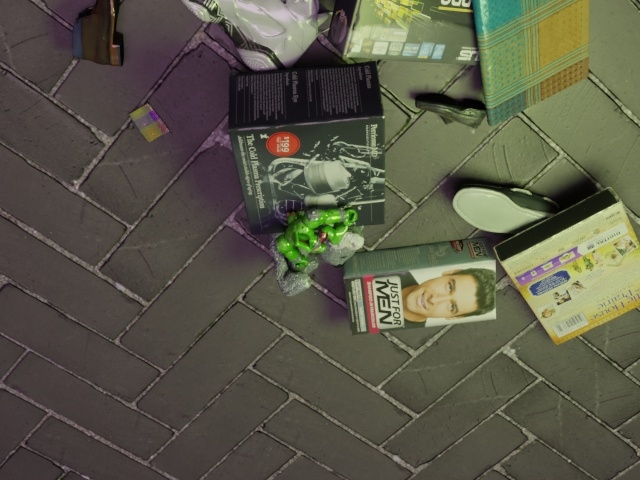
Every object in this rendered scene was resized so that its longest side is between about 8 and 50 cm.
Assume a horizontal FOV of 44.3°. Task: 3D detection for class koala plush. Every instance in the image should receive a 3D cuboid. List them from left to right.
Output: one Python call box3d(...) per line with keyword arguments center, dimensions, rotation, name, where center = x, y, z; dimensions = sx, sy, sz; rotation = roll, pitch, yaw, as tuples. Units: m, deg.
box3d(center=(0.000, 0.000, 1.883), dimensions=(0.221, 0.196, 0.203), rotation=(-12, 104, 10), name="koala plush")

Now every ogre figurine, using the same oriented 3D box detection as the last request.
box3d(center=(-0.020, -0.014, 1.714), dimensions=(0.197, 0.096, 0.118), rotation=(-20, 155, 39), name="ogre figurine")

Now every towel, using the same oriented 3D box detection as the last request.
box3d(center=(-0.394, -0.270, 1.806), dimensions=(0.060, 0.009, 0.083), rotation=(-27, 118, 15), name="towel")
box3d(center=(0.440, -0.439, 1.623), dimensions=(0.271, 0.040, 0.370), rotation=(-27, 135, -9), name="towel")

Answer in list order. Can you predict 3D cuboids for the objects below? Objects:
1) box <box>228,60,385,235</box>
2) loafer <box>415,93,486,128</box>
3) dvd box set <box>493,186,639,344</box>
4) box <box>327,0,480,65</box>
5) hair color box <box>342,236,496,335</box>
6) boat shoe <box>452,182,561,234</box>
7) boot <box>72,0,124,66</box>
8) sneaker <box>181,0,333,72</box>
box3d(center=(-0.021, -0.192, 1.706), dimensions=(0.313, 0.179, 0.343), rotation=(-6, 142, 1), name="box")
box3d(center=(0.293, -0.290, 1.785), dimensions=(0.170, 0.062, 0.061), rotation=(10, 125, -6), name="loafer")
box3d(center=(0.649, 0.078, 1.956), dimensions=(0.308, 0.062, 0.420), rotation=(-30, 133, 16), name="dvd box set")
box3d(center=(0.232, -0.512, 1.539), dimensions=(0.395, 0.097, 0.318), rotation=(-2, 128, -28), name="box")
box3d(center=(0.250, 0.118, 2.002), dimensions=(0.375, 0.113, 0.185), rotation=(-7, 121, 2), name="hair color box")
box3d(center=(0.454, -0.077, 1.901), dimensions=(0.303, 0.091, 0.114), rotation=(21, 129, -16), name="boat shoe")
box3d(center=(-0.474, -0.468, 1.640), dimensions=(0.106, 0.082, 0.219), rotation=(0, 123, -5), name="boot")
box3d(center=(-0.140, -0.506, 1.599), dimensions=(0.210, 0.137, 0.366), rotation=(-37, 121, 18), name="sneaker")
